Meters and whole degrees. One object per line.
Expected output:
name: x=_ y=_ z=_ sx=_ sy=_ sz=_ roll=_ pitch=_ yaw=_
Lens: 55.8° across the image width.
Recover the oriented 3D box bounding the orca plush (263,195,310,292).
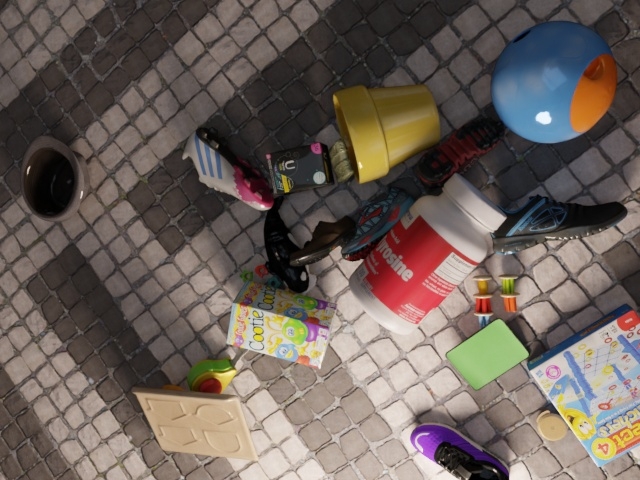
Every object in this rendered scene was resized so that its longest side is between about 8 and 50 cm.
orca plush: x=-0.105 y=0.010 z=1.734 sx=0.151 sy=0.102 sz=0.287 roll=-7 pitch=81 yaw=13

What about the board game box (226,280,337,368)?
board game box: x=-0.108 y=0.237 z=1.718 sx=0.276 sy=0.142 sz=0.144 roll=14 pitch=115 yaw=5

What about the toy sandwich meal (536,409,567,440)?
toy sandwich meal: x=0.629 y=0.504 z=1.647 sx=0.086 sy=0.029 sz=0.085 roll=2 pitch=99 yaw=14

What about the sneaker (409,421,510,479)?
sneaker: x=0.384 y=0.602 z=1.653 sx=0.294 sy=0.146 sz=0.102 roll=24 pitch=99 yaw=11

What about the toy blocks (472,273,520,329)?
toy blocks: x=0.481 y=0.169 z=1.647 sx=0.123 sy=0.054 sz=0.148 roll=-3 pitch=95 yaw=12

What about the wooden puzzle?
wooden puzzle: x=-0.360 y=0.532 z=1.803 sx=0.322 sy=0.080 sz=0.347 roll=2 pitch=132 yaw=14

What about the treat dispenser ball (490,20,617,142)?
treat dispenser ball: x=0.562 y=-0.381 z=1.467 sx=0.288 sy=0.288 sz=0.288 roll=1 pitch=94 yaw=14

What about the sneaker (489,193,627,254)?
sneaker: x=0.608 y=-0.062 z=1.563 sx=0.341 sy=0.125 sz=0.139 roll=-13 pitch=86 yaw=12

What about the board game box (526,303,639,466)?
board game box: x=0.760 y=0.376 z=1.574 sx=0.308 sy=0.086 sz=0.301 roll=-37 pitch=85 yaw=14

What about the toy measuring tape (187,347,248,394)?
toy measuring tape: x=-0.311 y=0.373 z=1.823 sx=0.121 sy=0.121 sz=0.330 roll=37 pitch=102 yaw=9

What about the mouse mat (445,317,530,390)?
mouse mat: x=0.460 y=0.315 z=1.664 sx=0.190 sy=0.007 sz=0.152 roll=-38 pitch=102 yaw=12

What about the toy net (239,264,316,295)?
toy net: x=-0.121 y=0.124 z=1.802 sx=0.232 sy=0.045 sz=0.122 roll=-14 pitch=80 yaw=12

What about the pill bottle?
pill bottle: x=0.281 y=0.033 z=1.583 sx=0.229 sy=0.229 sz=0.407 roll=42 pitch=107 yaw=8

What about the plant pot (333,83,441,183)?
plant pot: x=0.180 y=-0.303 z=1.604 sx=0.239 sy=0.254 sz=0.253 roll=-16 pitch=90 yaw=-1

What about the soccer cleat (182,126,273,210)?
soccer cleat: x=-0.276 y=-0.189 z=1.793 sx=0.331 sy=0.116 sz=0.143 roll=47 pitch=119 yaw=9

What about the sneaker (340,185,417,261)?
sneaker: x=0.145 y=-0.049 z=1.682 sx=0.262 sy=0.104 sz=0.125 roll=-39 pitch=70 yaw=-11

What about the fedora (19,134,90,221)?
fedora: x=-0.817 y=-0.194 z=1.907 sx=0.244 sy=0.124 sz=0.275 roll=21 pitch=107 yaw=14

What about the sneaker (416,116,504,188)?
sneaker: x=0.372 y=-0.229 z=1.626 sx=0.276 sy=0.135 sz=0.097 roll=-35 pitch=72 yaw=-9

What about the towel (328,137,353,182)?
towel: x=0.054 y=-0.219 z=1.684 sx=0.027 sy=0.148 sz=0.110 roll=-17 pitch=90 yaw=-12

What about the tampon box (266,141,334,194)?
tampon box: x=-0.056 y=-0.203 z=1.729 sx=0.161 sy=0.101 sz=0.120 roll=-11 pitch=91 yaw=15

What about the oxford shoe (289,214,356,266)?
oxford shoe: x=0.000 y=0.000 z=1.716 sx=0.227 sy=0.083 sz=0.096 roll=-29 pitch=77 yaw=-20
